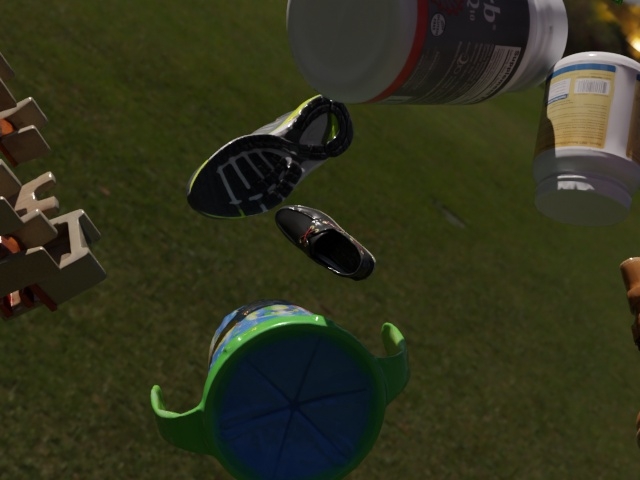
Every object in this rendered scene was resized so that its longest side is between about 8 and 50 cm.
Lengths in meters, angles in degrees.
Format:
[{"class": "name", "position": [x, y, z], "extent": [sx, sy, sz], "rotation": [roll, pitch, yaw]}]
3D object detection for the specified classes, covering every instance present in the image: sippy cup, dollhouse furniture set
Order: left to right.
[{"class": "dollhouse furniture set", "position": [-0.353, -0.031, 1.188], "extent": [0.259, 0.135, 0.262], "rotation": [63, 6, -45]}, {"class": "sippy cup", "position": [-0.054, 0.184, 1.447], "extent": [0.305, 0.240, 0.224], "rotation": [21, 8, -18]}]

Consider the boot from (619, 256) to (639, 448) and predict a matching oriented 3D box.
[{"class": "boot", "position": [0.276, 0.085, 0.878], "extent": [0.197, 0.073, 0.152], "rotation": [10, 61, -61]}]

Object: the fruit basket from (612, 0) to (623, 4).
[{"class": "fruit basket", "position": [0.566, -0.603, 1.797], "extent": [0.392, 0.392, 0.283], "rotation": [34, 50, -15]}]

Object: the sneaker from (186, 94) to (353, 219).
[{"class": "sneaker", "position": [-0.081, -0.107, 1.553], "extent": [0.300, 0.121, 0.111], "rotation": [-32, 98, -40]}]

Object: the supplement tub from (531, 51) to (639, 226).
[{"class": "supplement tub", "position": [0.359, -0.132, 1.448], "extent": [0.144, 0.200, 0.144], "rotation": [12, -19, 4]}]

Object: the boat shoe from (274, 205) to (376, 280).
[{"class": "boat shoe", "position": [0.001, -0.002, 1.198], "extent": [0.133, 0.049, 0.042], "rotation": [34, 5, 23]}]

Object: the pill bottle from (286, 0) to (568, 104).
[{"class": "pill bottle", "position": [0.150, -0.282, 1.427], "extent": [0.363, 0.210, 0.210], "rotation": [-7, 43, -44]}]
